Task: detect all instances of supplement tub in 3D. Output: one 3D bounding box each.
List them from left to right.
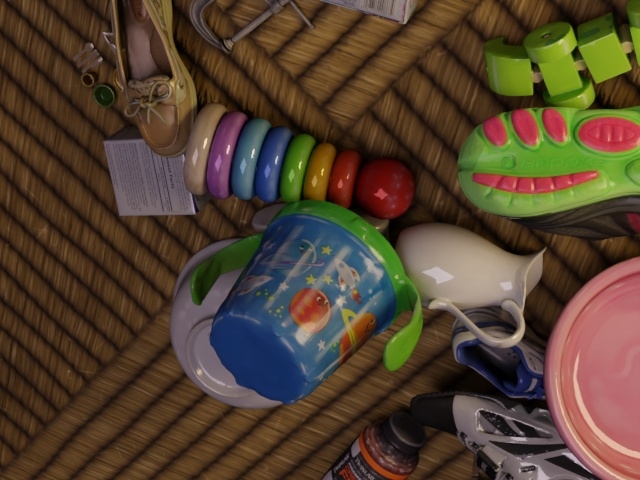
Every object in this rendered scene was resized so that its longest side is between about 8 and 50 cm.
[{"bbox_3d":[0.087,0.361,1.956,0.106,0.106,0.198,36,120,1],"label":"supplement tub"}]

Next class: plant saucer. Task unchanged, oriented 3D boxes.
[{"bbox_3d":[0.468,0.185,1.677,0.332,0.084,0.332,0,86,-1],"label":"plant saucer"}]

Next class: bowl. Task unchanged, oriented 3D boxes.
[{"bbox_3d":[-0.122,0.156,1.919,0.298,0.134,0.297,8,116,16],"label":"bowl"}]

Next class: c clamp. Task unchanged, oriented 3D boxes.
[{"bbox_3d":[-0.109,-0.325,1.751,0.161,0.022,0.137,-27,103,28],"label":"c clamp"}]

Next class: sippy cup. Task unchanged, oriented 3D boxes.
[{"bbox_3d":[-0.030,0.098,1.700,0.305,0.224,0.240,-21,111,48],"label":"sippy cup"}]

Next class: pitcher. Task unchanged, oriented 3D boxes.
[{"bbox_3d":[0.202,0.063,1.734,0.207,0.177,0.125,12,140,13],"label":"pitcher"}]

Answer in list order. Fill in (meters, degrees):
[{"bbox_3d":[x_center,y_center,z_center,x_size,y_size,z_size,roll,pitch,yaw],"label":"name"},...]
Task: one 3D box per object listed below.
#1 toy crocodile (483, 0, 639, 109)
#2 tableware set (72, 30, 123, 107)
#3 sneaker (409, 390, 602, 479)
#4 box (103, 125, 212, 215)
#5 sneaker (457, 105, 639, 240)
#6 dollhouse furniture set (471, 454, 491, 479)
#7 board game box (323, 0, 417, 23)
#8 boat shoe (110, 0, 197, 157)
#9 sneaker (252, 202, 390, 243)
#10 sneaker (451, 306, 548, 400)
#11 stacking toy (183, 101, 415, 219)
[{"bbox_3d":[0.375,-0.253,1.571,0.341,0.105,0.115,-14,125,22],"label":"toy crocodile"},{"bbox_3d":[-0.305,-0.270,1.846,0.154,0.024,0.104,-29,102,28],"label":"tableware set"},{"bbox_3d":[0.275,0.309,1.778,0.331,0.122,0.146,10,76,24],"label":"sneaker"},{"bbox_3d":[-0.249,-0.109,1.873,0.137,0.072,0.126,0,113,20],"label":"box"},{"bbox_3d":[0.422,-0.088,1.595,0.483,0.202,0.185,7,84,6],"label":"sneaker"},{"bbox_3d":[0.324,0.409,1.901,0.129,0.129,0.183,-9,135,23],"label":"dollhouse furniture set"},{"bbox_3d":[-0.006,-0.472,1.582,0.319,0.066,0.318,18,132,10],"label":"board game box"},{"bbox_3d":[-0.254,-0.257,1.759,0.105,0.089,0.285,-12,94,18],"label":"boat shoe"},{"bbox_3d":[0.000,0.000,1.839,0.212,0.080,0.094,6,127,16],"label":"sneaker"},{"bbox_3d":[0.322,0.203,1.783,0.297,0.131,0.111,25,118,6],"label":"sneaker"},{"bbox_3d":[-0.025,-0.099,1.776,0.330,0.141,0.141,14,118,7],"label":"stacking toy"}]
